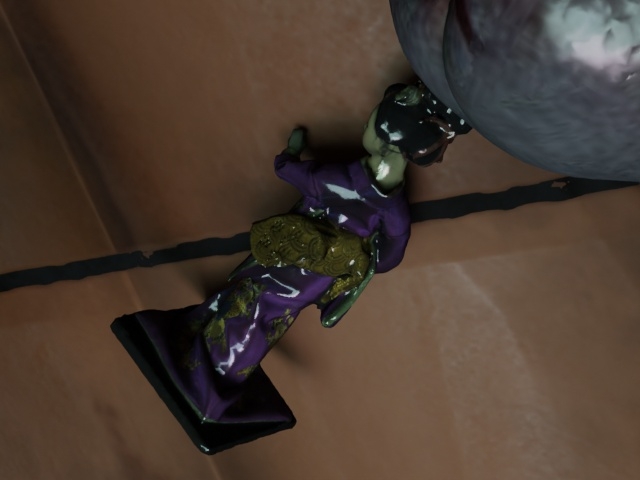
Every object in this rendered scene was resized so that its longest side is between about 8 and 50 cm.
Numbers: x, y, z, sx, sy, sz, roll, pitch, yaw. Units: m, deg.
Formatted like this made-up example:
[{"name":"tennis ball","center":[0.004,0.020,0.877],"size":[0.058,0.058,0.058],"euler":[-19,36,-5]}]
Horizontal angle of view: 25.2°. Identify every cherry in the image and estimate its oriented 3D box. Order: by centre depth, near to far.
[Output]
[{"name":"cherry","center":[0.109,-0.089,0.498],"size":[0.176,0.176,0.140],"euler":[20,99,9]}]

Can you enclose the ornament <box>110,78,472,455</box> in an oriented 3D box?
[{"name":"ornament","center":[-0.007,-0.004,0.661],"size":[0.081,0.088,0.203],"euler":[44,117,20]}]
